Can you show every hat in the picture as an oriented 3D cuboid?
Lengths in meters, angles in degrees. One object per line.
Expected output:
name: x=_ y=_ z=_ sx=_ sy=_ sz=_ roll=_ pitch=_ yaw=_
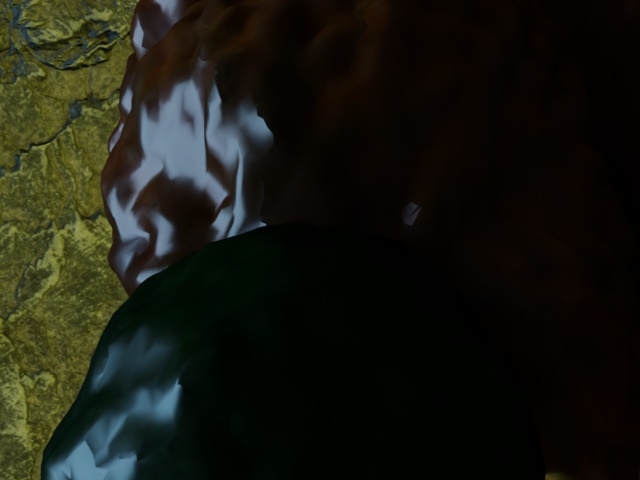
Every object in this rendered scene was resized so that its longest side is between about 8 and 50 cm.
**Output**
hat: x=0.000 y=0.000 z=0.558 sx=0.400 sy=0.285 sz=0.285 roll=-25 pitch=-56 yaw=-61

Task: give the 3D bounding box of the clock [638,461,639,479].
clock: x=0.123 y=0.051 z=0.389 sx=0.147 sy=0.071 sz=0.192 roll=81 pitch=-164 yaw=-78
